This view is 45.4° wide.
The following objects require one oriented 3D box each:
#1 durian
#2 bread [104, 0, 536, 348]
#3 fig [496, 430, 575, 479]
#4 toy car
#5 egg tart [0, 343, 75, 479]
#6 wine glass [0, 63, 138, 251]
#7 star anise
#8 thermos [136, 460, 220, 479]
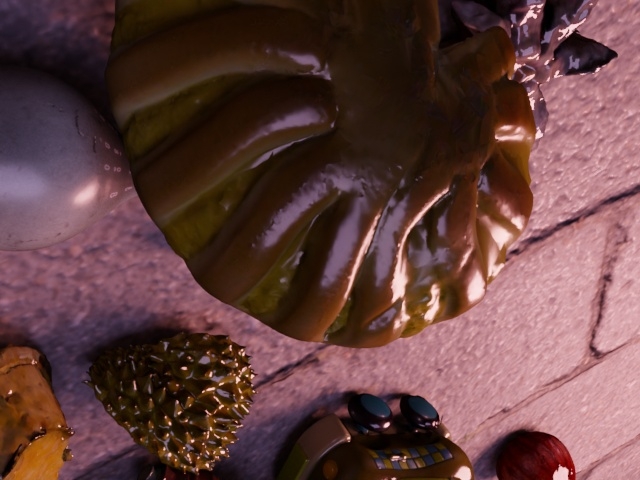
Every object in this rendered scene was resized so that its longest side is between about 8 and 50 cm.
[{"bbox_3d":[-0.116,0.142,0.722,0.108,0.119,0.186,-45,134,10],"label":"durian"},{"bbox_3d":[0.020,-0.086,0.507,0.332,0.160,0.333,5,82,-35],"label":"bread"},{"bbox_3d":[0.342,0.370,1.206,0.128,0.150,0.129,1,107,5],"label":"fig"},{"bbox_3d":[0.089,0.325,0.945,0.247,0.198,0.204,9,118,-38],"label":"toy car"},{"bbox_3d":[-0.272,0.190,0.617,0.213,0.090,0.213,-60,169,-19],"label":"egg tart"},{"bbox_3d":[-0.172,-0.051,0.530,0.241,0.126,0.127,4,121,-39],"label":"wine glass"},{"bbox_3d":[0.168,-0.158,0.694,0.236,0.093,0.229,-42,135,0],"label":"star anise"},{"bbox_3d":[-0.119,0.329,0.858,0.232,0.099,0.124,46,68,-24],"label":"thermos"}]
